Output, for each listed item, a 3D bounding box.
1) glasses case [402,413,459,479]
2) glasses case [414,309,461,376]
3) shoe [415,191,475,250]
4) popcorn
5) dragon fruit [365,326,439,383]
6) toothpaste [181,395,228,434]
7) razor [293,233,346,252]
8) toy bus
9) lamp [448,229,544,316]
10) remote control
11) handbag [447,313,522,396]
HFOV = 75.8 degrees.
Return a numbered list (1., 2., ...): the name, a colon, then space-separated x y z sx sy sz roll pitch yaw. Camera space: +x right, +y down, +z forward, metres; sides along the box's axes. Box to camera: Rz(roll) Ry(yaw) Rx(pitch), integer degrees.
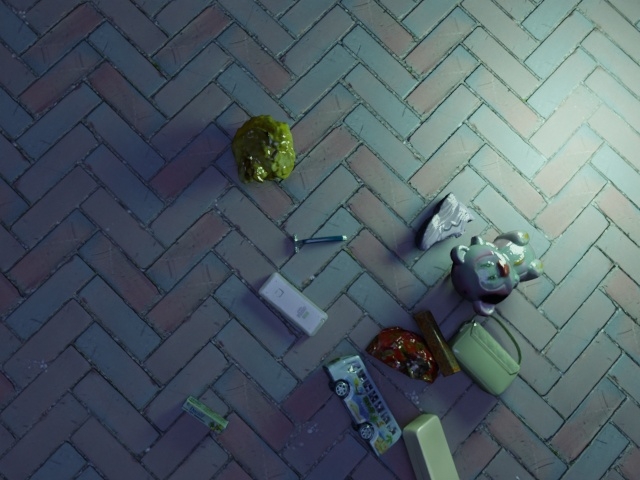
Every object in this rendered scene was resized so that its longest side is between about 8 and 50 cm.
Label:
1. glasses case: 0.376 0.751 1.359 0.131 0.070 0.313 -14 85 -40
2. glasses case: 0.396 0.344 1.387 0.049 0.075 0.218 -36 63 26
3. shoe: 0.443 -0.044 1.460 0.137 0.095 0.245 37 77 4
4. popcorn: -0.200 -0.312 1.407 0.232 0.192 0.266 17 66 5
5. dragon fruit: 0.306 0.382 1.360 0.261 0.211 0.134 23 92 -5
6. toothpaste: -0.386 0.587 1.381 0.164 0.046 0.034 35 87 1
7. razor: 0.000 0.000 1.462 0.191 0.037 0.068 -6 83 -3
8. toy bus: 0.137 0.541 1.383 0.135 0.109 0.330 -29 86 -15
9. lamp: 0.570 0.097 1.402 0.301 0.247 0.247 -23 89 -27
10. remote control: -0.096 0.223 1.437 0.250 0.034 0.103 39 84 2
11. handbag: 0.584 0.387 1.435 0.219 0.079 0.256 -43 87 -12
